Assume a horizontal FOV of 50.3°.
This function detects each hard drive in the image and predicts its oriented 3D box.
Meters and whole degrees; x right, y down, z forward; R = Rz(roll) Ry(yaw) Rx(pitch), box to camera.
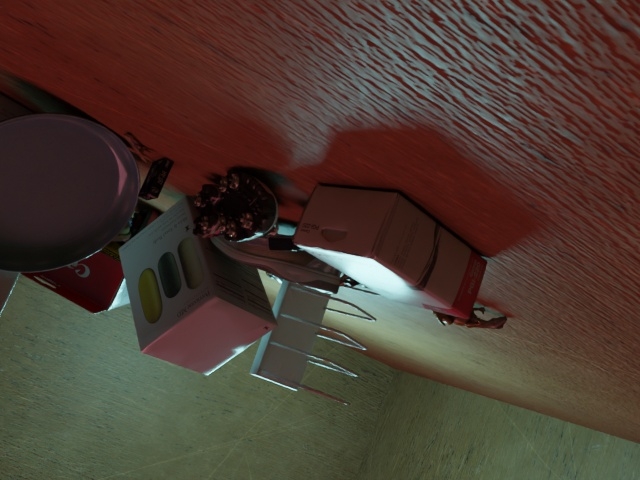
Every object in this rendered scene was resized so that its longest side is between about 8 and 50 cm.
[{"bbox_3d":[0.000,0.000,1.043,0.135,0.022,0.094,-4,-178,-26],"label":"hard drive"}]

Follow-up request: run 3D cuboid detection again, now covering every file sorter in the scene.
[{"bbox_3d":[0.006,0.200,1.505,0.173,0.278,0.193,11,165,30],"label":"file sorter"}]

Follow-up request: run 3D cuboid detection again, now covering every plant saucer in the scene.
[{"bbox_3d":[-0.458,-0.080,1.120,0.317,0.317,0.044,37,-167,-52],"label":"plant saucer"}]

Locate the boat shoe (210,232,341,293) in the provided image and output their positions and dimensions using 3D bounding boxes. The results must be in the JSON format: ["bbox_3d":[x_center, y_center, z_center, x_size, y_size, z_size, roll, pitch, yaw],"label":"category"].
[{"bbox_3d":[-0.080,0.009,1.259,0.320,0.103,0.118,19,180,44],"label":"boat shoe"}]

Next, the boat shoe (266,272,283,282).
[{"bbox_3d":[-0.102,0.069,1.629,0.083,0.065,0.183,17,169,21],"label":"boat shoe"}]

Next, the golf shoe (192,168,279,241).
[{"bbox_3d":[-0.109,-0.049,1.060,0.120,0.105,0.273,5,180,-26],"label":"golf shoe"}]

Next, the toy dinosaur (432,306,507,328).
[{"bbox_3d":[0.236,0.135,1.274,0.211,0.064,0.112,19,170,20],"label":"toy dinosaur"}]

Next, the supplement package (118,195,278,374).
[{"bbox_3d":[-0.253,0.094,1.390,0.198,0.199,0.263,36,-156,-50],"label":"supplement package"}]

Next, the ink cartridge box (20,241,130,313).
[{"bbox_3d":[-0.604,0.042,1.692,0.309,0.130,0.272,27,-174,4],"label":"ink cartridge box"}]

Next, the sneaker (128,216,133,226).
[{"bbox_3d":[-0.699,-0.066,2.004,0.322,0.130,0.236,17,165,0],"label":"sneaker"}]

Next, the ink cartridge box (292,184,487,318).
[{"bbox_3d":[0.094,0.016,0.910,0.217,0.092,0.158,30,167,-40],"label":"ink cartridge box"}]

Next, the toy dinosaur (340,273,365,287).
[{"bbox_3d":[0.085,0.060,1.228,0.118,0.064,0.268,12,175,-30],"label":"toy dinosaur"}]

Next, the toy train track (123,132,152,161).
[{"bbox_3d":[-0.294,-0.152,1.096,0.048,0.014,0.083,27,165,16],"label":"toy train track"}]

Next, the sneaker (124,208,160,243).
[{"bbox_3d":[-0.452,-0.016,1.835,0.135,0.098,0.276,29,166,-22],"label":"sneaker"}]

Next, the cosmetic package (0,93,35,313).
[{"bbox_3d":[-0.605,-0.064,1.206,0.155,0.366,0.197,11,163,46],"label":"cosmetic package"}]

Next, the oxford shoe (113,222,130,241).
[{"bbox_3d":[-0.610,-0.102,1.640,0.348,0.130,0.123,24,-171,-21],"label":"oxford shoe"}]

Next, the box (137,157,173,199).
[{"bbox_3d":[-0.280,-0.103,1.155,0.018,0.067,0.083,26,170,-25],"label":"box"}]
